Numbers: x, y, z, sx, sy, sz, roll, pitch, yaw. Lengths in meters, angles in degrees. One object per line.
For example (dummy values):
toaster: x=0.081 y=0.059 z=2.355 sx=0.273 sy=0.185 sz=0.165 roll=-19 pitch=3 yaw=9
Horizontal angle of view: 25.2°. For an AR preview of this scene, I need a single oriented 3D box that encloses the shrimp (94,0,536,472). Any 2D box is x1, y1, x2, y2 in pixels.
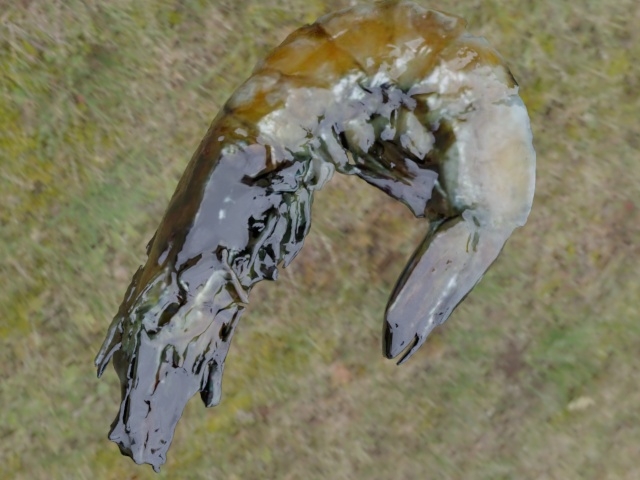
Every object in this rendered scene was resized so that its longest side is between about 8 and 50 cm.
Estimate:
shrimp: x=0.000 y=0.000 z=0.936 sx=0.365 sy=0.233 sz=0.071 roll=-61 pitch=155 yaw=-14
